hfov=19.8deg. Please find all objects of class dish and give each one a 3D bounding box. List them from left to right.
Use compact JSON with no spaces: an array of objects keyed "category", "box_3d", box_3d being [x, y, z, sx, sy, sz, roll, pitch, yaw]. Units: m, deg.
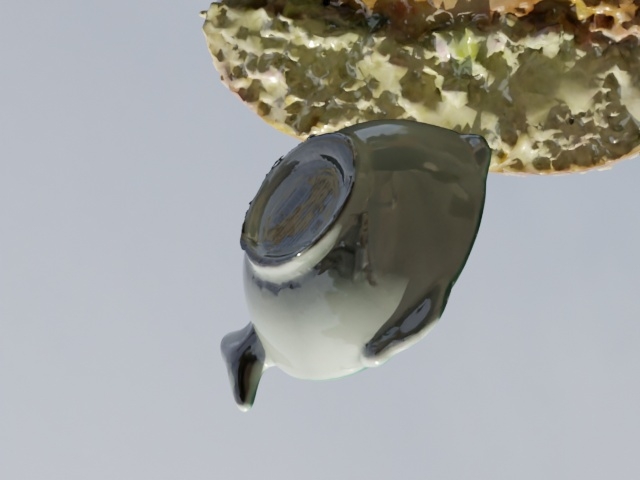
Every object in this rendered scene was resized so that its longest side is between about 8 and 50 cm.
[{"category":"dish","box_3d":[0.000,0.000,1.217,0.078,0.246,0.224,36,-160,-33]}]

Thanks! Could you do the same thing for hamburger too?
[{"category":"hamburger","box_3d":[0.135,-0.200,1.623,0.287,0.446,0.268,-29,-59,-71]}]
